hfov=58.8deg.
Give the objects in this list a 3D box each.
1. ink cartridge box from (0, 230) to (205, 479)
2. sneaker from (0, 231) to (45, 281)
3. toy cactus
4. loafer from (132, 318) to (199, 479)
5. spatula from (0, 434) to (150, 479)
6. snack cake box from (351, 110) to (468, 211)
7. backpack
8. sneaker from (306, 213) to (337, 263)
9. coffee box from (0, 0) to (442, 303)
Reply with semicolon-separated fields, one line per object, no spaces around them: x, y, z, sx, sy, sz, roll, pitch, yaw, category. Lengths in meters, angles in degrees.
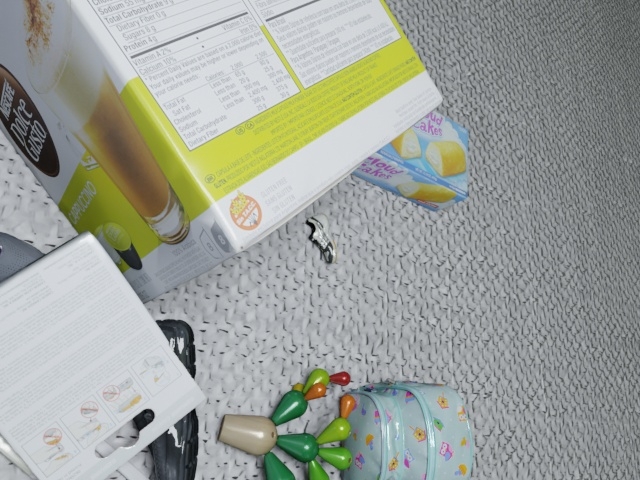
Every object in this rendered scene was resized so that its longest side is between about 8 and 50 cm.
-0.269;0.136;0.620;0.189;0.066;0.232;-36;109;-21;ink cartridge box
-0.389;0.006;0.580;0.223;0.098;0.083;19;65;-30;sneaker
-0.045;0.267;0.759;0.180;0.112;0.219;17;67;-10;toy cactus
-0.190;0.207;0.683;0.078;0.076;0.223;-4;80;-2;loafer
-0.280;0.284;0.624;0.242;0.019;0.168;50;49;-14;spatula
0.145;-0.172;1.023;0.264;0.089;0.152;20;66;-30;snack cake box
0.116;0.279;0.796;0.144;0.188;0.166;12;69;-32;backpack
0.000;0.000;0.907;0.036;0.032;0.083;-13;78;-24;sneaker
-0.138;-0.171;0.664;0.338;0.337;0.334;-39;99;-36;coffee box
